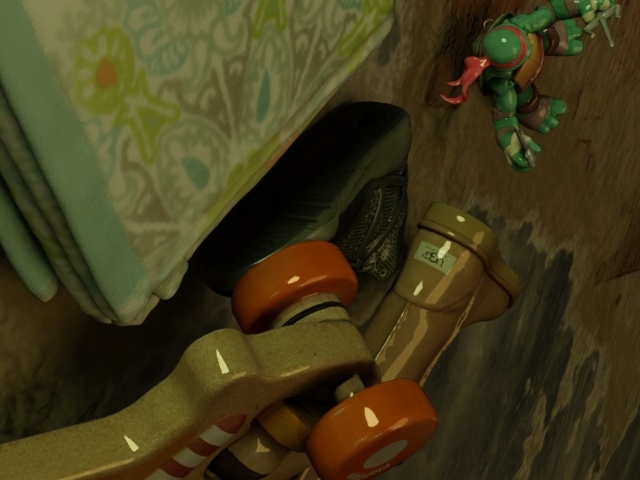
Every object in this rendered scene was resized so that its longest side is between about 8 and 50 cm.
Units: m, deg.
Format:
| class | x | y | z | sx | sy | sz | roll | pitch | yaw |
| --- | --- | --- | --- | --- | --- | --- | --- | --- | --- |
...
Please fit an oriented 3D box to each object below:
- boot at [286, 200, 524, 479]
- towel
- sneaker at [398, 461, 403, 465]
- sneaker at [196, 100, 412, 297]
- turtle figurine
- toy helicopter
| class | x | y | z | sx | sy | sz | roll | pitch | yaw |
| --- | --- | --- | --- | --- | --- | --- | --- | --- | --- |
| boot | 0.062 | 0.116 | 0.957 | 0.270 | 0.089 | 0.236 | -59 | 154 | -6 |
| towel | -0.085 | -0.173 | 0.581 | 0.320 | 0.090 | 0.374 | -53 | 147 | -31 |
| sneaker | 0.027 | 0.190 | 1.037 | 0.089 | 0.051 | 0.170 | -54 | 143 | -24 |
| sneaker | 0.000 | 0.000 | 0.828 | 0.227 | 0.087 | 0.130 | -45 | 137 | -44 |
| turtle figurine | 0.195 | -0.162 | 1.018 | 0.175 | 0.118 | 0.234 | -59 | 168 | 12 |
| toy helicopter | -0.117 | 0.137 | 0.683 | 0.355 | 0.140 | 0.235 | -8 | 146 | -38 |
